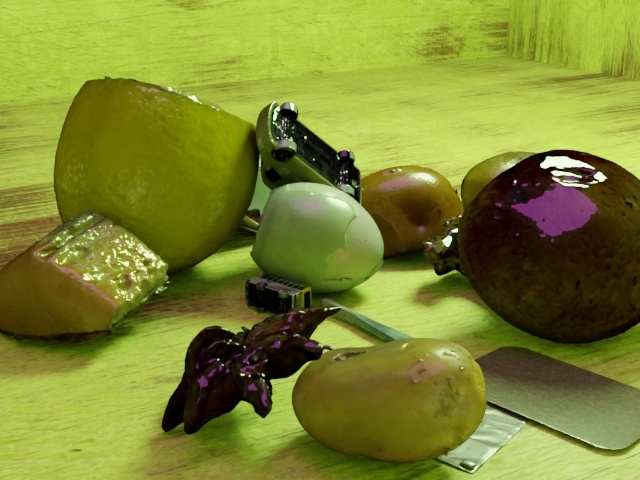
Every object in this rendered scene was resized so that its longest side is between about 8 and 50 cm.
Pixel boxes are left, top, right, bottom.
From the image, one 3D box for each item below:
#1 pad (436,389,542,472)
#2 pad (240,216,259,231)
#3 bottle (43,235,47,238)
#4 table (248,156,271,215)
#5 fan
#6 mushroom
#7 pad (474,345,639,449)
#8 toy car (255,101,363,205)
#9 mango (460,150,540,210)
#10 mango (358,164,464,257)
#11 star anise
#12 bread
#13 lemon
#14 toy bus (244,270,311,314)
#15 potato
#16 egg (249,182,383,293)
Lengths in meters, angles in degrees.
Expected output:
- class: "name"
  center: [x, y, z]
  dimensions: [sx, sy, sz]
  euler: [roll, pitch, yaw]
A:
- class: "pad"
  center: [0.184, 0.225, 1.154]
  dimensions: [0.113, 0.006, 0.187]
  euler: [13, 23, 36]
- class: "pad"
  center: [-0.205, -0.058, 1.841]
  dimensions: [0.232, 0.004, 0.156]
  euler: [17, -11, 40]
- class: "bottle"
  center: [-0.387, -0.022, 1.756]
  dimensions: [0.269, 0.083, 0.083]
  euler: [-15, 24, -33]
- class: "table"
  center: [-0.099, -0.126, 1.965]
  dimensions: [0.166, 0.167, 0.198]
  euler: [-11, 29, -27]
- class: "fan"
  center: [0.097, 0.136, 1.393]
  dimensions: [0.057, 0.023, 0.282]
  euler: [-16, 26, -35]
- class: "mushroom"
  center: [0.342, 0.031, 1.449]
  dimensions: [0.334, 0.356, 0.331]
  euler: [47, 34, 13]
- class: "pad"
  center: [0.310, 0.199, 1.226]
  dimensions: [0.176, 0.002, 0.266]
  euler: [-16, 25, -42]
- class: "toy car"
  center: [-0.037, -0.129, 1.619]
  dimensions: [0.124, 0.256, 0.101]
  euler: [-23, 50, 32]
- class: "mango"
  center: [0.431, -0.099, 1.861]
  dimensions: [0.329, 0.175, 0.177]
  euler: [-12, 67, -31]
- class: "mango"
  center: [0.145, -0.053, 1.728]
  dimensions: [0.236, 0.166, 0.136]
  euler: [-14, -7, -11]
- class: "star anise"
  center: [-0.102, 0.137, 1.146]
  dimensions: [0.272, 0.102, 0.272]
  euler: [-30, 15, 9]
- class: "bread"
  center: [-0.383, 0.062, 1.410]
  dimensions: [0.262, 0.163, 0.204]
  euler: [-6, 26, 29]
- class: "lemon"
  center: [-0.286, -0.092, 1.600]
  dimensions: [0.364, 0.364, 0.364]
  euler: [0, 19, 0]
- class: "toy bus"
  center: [-0.067, 0.088, 1.484]
  dimensions: [0.102, 0.052, 0.058]
  euler: [15, 25, 36]
- class: "potato"
  center: [0.075, 0.184, 1.076]
  dimensions: [0.233, 0.146, 0.150]
  euler: [-10, -19, 29]
- class: "egg"
  center: [0.000, 0.000, 1.549]
  dimensions: [0.217, 0.183, 0.183]
  euler: [18, 19, -2]
